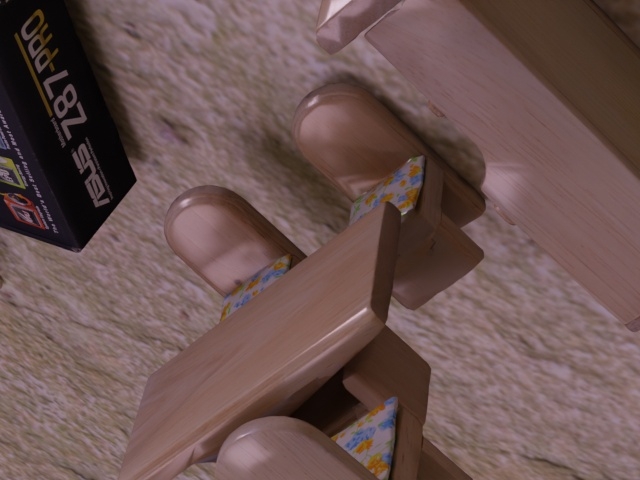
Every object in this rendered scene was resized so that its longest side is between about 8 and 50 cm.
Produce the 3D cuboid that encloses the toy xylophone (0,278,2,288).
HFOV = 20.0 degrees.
[{"bbox_3d":[-0.427,-0.011,1.672,0.322,0.081,0.236,1,138,41],"label":"toy xylophone"}]

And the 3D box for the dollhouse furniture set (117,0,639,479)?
[{"bbox_3d":[0.000,0.000,1.072,0.394,0.362,0.256,-37,113,28],"label":"dollhouse furniture set"}]

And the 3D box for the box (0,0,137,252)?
[{"bbox_3d":[-0.330,-0.184,1.325,0.318,0.097,0.395,19,148,27],"label":"box"}]
